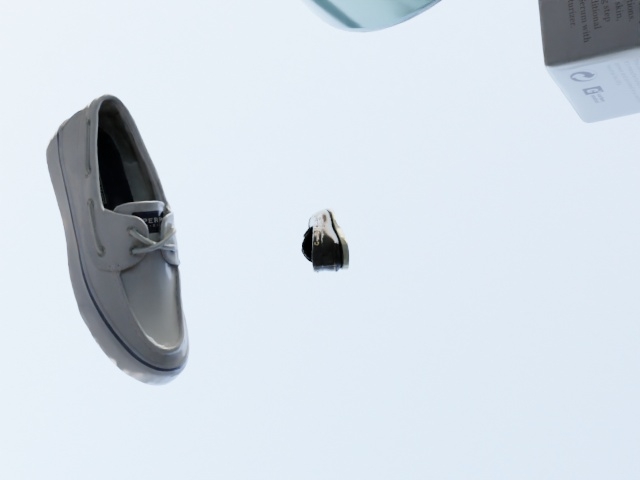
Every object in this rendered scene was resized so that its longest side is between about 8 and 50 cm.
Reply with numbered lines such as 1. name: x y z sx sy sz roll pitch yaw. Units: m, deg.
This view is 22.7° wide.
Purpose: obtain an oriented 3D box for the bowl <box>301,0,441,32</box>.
1. bowl: 0.012 -0.294 0.909 0.311 0.163 0.311 -37 -138 42

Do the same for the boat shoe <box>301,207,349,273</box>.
1. boat shoe: 0.000 -0.002 1.665 0.133 0.042 0.049 -113 -161 -70

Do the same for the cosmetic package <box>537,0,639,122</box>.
1. cosmetic package: 0.447 -0.286 1.566 0.453 0.161 0.230 -10 -112 22

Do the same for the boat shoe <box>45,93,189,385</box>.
1. boat shoe: -0.166 -0.005 1.358 0.084 0.095 0.258 -40 -113 43
